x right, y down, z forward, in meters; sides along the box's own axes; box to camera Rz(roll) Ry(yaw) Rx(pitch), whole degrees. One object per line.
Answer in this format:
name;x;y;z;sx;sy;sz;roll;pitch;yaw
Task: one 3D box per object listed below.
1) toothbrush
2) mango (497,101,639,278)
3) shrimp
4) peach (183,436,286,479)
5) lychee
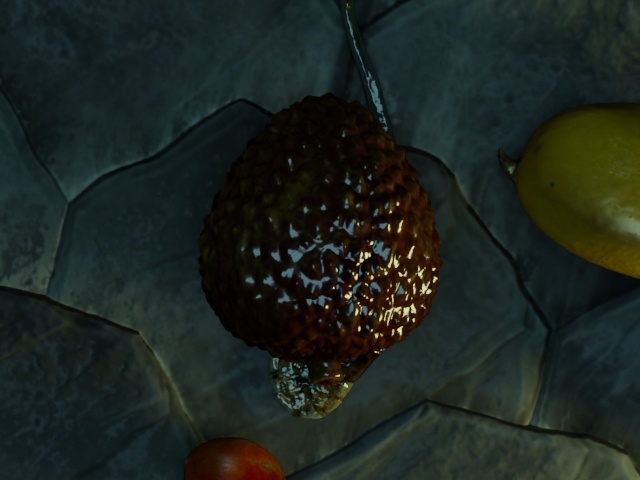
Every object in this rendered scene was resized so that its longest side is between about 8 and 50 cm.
toothbrush;0.058;-0.126;1.783;0.031;0.030;0.297;-14;96;-6
mango;0.319;-0.042;1.714;0.317;0.119;0.176;20;55;11
shrimp;0.013;0.104;1.812;0.091;0.034;0.161;44;98;-3
peach;-0.083;0.242;1.805;0.101;0.101;0.100;0;97;2
lychee;0.000;0.000;1.704;0.236;0.236;0.271;4;76;2
